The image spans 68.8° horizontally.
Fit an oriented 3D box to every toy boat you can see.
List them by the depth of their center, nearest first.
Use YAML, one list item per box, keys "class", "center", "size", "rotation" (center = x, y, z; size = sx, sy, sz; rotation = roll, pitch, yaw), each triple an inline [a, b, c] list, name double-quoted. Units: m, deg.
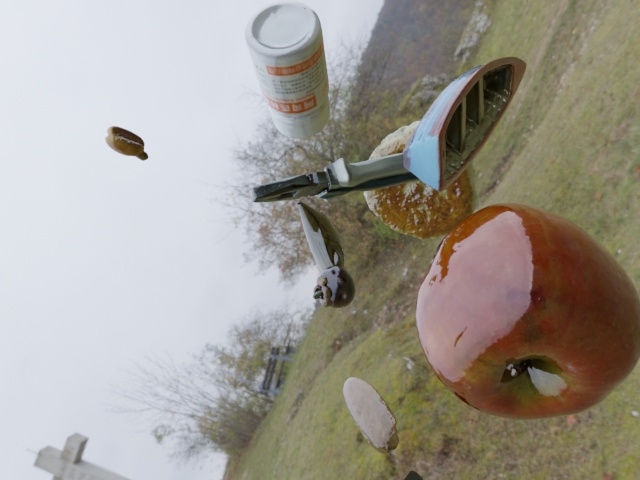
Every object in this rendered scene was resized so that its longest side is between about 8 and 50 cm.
- class: "toy boat"
  center: [0.239, -0.210, 0.740]
  size: [0.392, 0.079, 0.136]
  rotation: [-48, -41, -40]

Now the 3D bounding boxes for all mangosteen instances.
- class: "mangosteen"
  center: [0.036, 0.146, 1.409]
  size: [0.140, 0.140, 0.140]
  rotation: [21, -90, -84]

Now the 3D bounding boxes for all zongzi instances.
- class: "zongzi"
  center: [0.000, 0.000, 1.604]
  size: [0.242, 0.112, 0.221]
  rotation: [48, -156, -50]

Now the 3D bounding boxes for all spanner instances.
- class: "spanner"
  center: [0.049, -0.095, 0.711]
  size: [0.096, 0.325, 0.040]
  rotation: [-37, 68, 63]

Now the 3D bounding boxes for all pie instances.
- class: "pie"
  center: [0.258, -0.149, 1.210]
  size: [0.092, 0.315, 0.315]
  rotation: [-88, 17, -77]

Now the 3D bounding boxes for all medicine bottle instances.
- class: "medicine bottle"
  center: [-0.082, -0.487, 1.384]
  size: [0.371, 0.211, 0.211]
  rotation: [76, -145, -66]

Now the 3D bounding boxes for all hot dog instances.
- class: "hot dog"
  center: [-0.603, -0.302, 1.465]
  size: [0.060, 0.140, 0.089]
  rotation: [-39, 53, 36]

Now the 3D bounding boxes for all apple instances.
- class: "apple"
  center: [0.217, 0.072, 0.514]
  size: [0.230, 0.230, 0.229]
  rotation: [21, -90, -84]

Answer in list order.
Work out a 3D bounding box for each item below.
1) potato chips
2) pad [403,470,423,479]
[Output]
- class: "potato chips"
  center: [0.112, 0.426, 1.141]
  size: [0.049, 0.201, 0.150]
  rotation: [-17, -39, -32]
- class: "pad"
  center: [0.243, 0.703, 1.157]
  size: [0.004, 0.181, 0.267]
  rotation: [-48, -20, 25]
